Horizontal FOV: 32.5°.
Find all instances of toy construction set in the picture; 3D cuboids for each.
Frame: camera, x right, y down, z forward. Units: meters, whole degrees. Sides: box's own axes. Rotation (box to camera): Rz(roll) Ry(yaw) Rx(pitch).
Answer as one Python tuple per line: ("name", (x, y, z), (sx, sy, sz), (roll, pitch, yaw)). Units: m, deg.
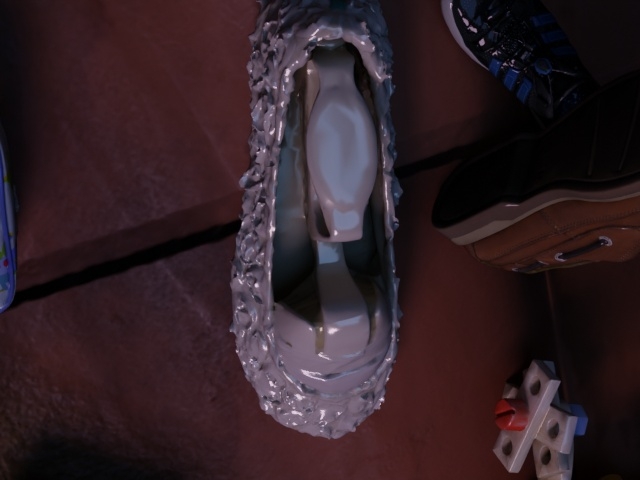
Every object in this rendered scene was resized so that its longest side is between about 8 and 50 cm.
("toy construction set", (0.297, 0.234, 1.025), (0.327, 0.151, 0.215), (18, 129, -14))

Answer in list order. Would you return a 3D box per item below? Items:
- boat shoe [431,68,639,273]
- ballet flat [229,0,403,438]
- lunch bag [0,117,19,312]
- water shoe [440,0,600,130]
("boat shoe", (0.222, -0.044, 0.840), (0.104, 0.307, 0.111), (35, 64, -22))
("ballet flat", (0.000, 0.000, 0.861), (0.147, 0.147, 0.409), (-8, 113, -13))
("lunch bag", (-0.328, -0.023, 0.778), (0.219, 0.090, 0.176), (-7, 112, -14))
("water shoe", (0.182, -0.145, 0.888), (0.203, 0.080, 0.073), (41, 94, -25))
